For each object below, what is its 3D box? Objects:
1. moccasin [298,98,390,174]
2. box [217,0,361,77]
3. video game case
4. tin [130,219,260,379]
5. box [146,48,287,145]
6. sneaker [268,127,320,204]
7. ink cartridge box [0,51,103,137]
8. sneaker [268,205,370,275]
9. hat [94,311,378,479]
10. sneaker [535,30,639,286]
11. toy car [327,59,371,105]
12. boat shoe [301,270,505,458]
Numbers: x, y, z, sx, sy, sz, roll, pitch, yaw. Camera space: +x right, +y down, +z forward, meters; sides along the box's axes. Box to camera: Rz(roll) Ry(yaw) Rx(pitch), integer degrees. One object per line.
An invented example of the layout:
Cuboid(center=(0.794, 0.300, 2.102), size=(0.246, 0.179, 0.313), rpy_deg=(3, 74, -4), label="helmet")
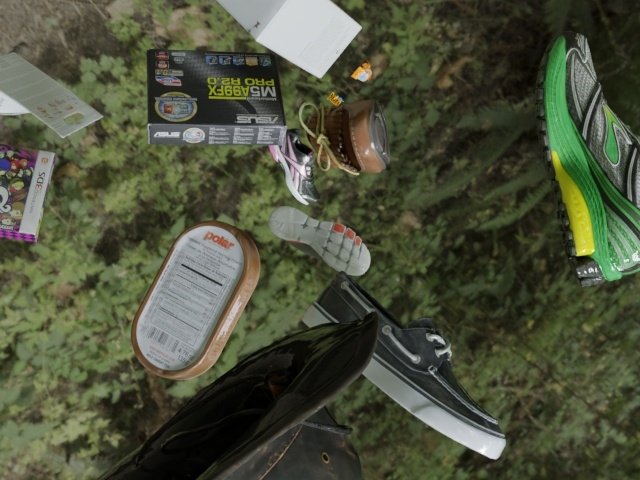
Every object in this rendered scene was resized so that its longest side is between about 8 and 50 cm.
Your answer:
Cuboid(center=(0.036, -0.194, 1.362), size=(0.147, 0.380, 0.139), rpy_deg=(-11, 108, -6), label="moccasin")
Cuboid(center=(-0.048, -0.300, 0.953), size=(0.091, 0.130, 0.170), rpy_deg=(-48, 158, 15), label="box")
Cuboid(center=(-0.689, -0.110, 1.548), size=(0.232, 0.210, 0.042), rpy_deg=(10, 148, -13), label="video game case")
Cuboid(center=(-0.142, 0.067, 0.845), size=(0.189, 0.106, 0.040), rpy_deg=(-63, 166, -4), label="tin")
Cuboid(center=(-0.214, -0.291, 1.514), size=(0.270, 0.216, 0.060), rpy_deg=(-1, 144, -12), label="box")
Cuboid(center=(-0.041, -0.159, 1.592), size=(0.077, 0.072, 0.178), rpy_deg=(-20, 116, 22), label="sneaker")
Cuboid(center=(-0.455, -0.220, 1.180), size=(0.179, 0.145, 0.045), rpy_deg=(38, 114, -6), label="ink cartridge box")
Cuboid(center=(0.000, 0.000, 1.072), size=(0.061, 0.158, 0.065), rpy_deg=(-59, 178, -11), label="sneaker")
Cuboid(center=(-0.065, 0.191, 0.545), size=(0.331, 0.331, 0.134), rpy_deg=(-33, 95, -12), label="hat")
Cuboid(center=(0.370, -0.117, 0.987), size=(0.146, 0.343, 0.134), rpy_deg=(-13, 168, 13), label="sneaker")
Cuboid(center=(0.075, -0.363, 1.742), size=(0.122, 0.040, 0.060), rpy_deg=(-45, -178, 21), label="toy car")
Cuboid(center=(0.114, 0.145, 0.927), size=(0.102, 0.301, 0.108), rpy_deg=(-54, 150, 1), label="boat shoe")
